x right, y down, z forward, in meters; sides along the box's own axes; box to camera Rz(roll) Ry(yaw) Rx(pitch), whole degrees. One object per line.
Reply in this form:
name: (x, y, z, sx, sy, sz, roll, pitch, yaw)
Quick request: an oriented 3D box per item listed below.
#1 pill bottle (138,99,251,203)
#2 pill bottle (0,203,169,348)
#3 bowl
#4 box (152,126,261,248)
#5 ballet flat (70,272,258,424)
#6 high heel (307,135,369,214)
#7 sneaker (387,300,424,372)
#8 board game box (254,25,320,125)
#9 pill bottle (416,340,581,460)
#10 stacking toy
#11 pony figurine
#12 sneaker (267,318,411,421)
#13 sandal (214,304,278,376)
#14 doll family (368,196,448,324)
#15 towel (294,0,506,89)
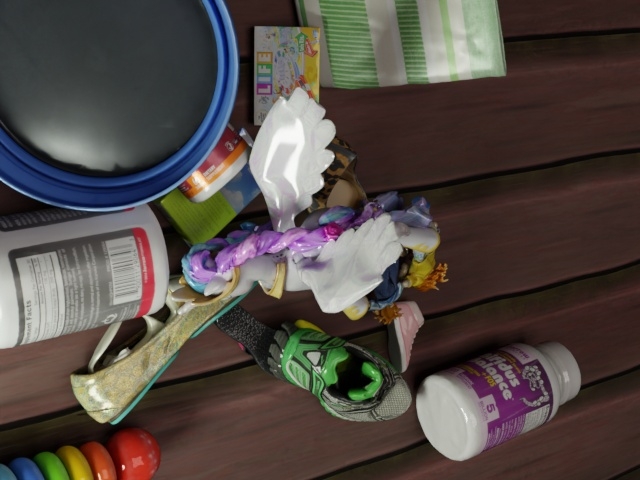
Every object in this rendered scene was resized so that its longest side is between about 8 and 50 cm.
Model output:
pill bottle: (-0.212, -0.170, 1.382, 0.121, 0.121, 0.221, -46, 105, -16)
pill bottle: (-0.382, 0.047, 1.305, 0.318, 0.176, 0.176, -12, 106, -31)
bowl: (-0.300, -0.234, 1.254, 0.391, 0.077, 0.391, 0, 108, -1)
box: (-0.163, -0.083, 1.500, 0.178, 0.042, 0.109, -45, 120, -17)
ballet flat: (-0.236, 0.123, 1.462, 0.348, 0.123, 0.123, -45, 120, -17)
high heel: (0.051, -0.073, 1.553, 0.261, 0.186, 0.093, 44, 72, -32)
sneaker: (0.160, 0.172, 1.759, 0.070, 0.051, 0.134, -14, 103, -25)
board game box: (-0.053, -0.258, 1.517, 0.103, 0.026, 0.154, 0, 102, -4)
pill bottle: (0.346, 0.292, 1.835, 0.301, 0.169, 0.169, -16, 109, -30)
stacking toy: (-0.384, 0.356, 1.404, 0.330, 0.141, 0.141, -16, 109, -34)
pony figurine: (0.000, 0.000, 1.374, 0.363, 0.303, 0.351, 2, 142, -47)
sneaker: (0.059, 0.248, 1.637, 0.343, 0.146, 0.134, 30, 83, -49)
sandal: (-0.109, 0.159, 1.590, 0.179, 0.040, 0.067, 45, 75, -28)
doll family: (0.132, 0.060, 1.661, 0.263, 0.118, 0.163, -33, 144, -23)
towel: (0.112, -0.360, 1.476, 0.038, 0.324, 0.248, -43, 126, -58)
